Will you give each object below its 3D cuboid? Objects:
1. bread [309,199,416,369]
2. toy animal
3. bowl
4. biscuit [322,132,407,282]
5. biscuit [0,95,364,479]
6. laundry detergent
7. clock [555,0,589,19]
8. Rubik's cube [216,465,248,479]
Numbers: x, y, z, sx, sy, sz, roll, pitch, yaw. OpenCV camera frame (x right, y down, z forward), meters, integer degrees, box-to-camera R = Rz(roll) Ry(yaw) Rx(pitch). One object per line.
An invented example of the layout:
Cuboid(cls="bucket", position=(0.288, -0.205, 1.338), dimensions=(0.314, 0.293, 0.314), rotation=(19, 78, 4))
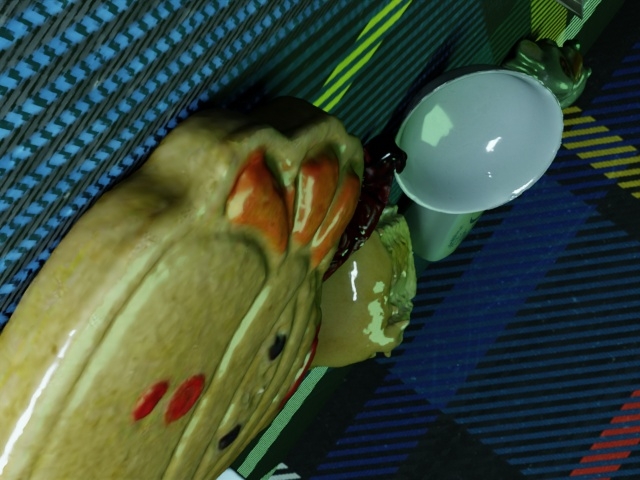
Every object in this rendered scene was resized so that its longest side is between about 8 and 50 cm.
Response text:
Cuboid(cls="bread", position=(0.051, 0.087, 1.625), dimensions=(0.252, 0.133, 0.174), rotation=(-57, 173, 20))
Cuboid(cls="toy animal", position=(0.333, -0.241, 1.913), dimensions=(0.138, 0.108, 0.236), rotation=(-56, 171, 22))
Cuboid(cls="bowl", position=(0.156, -0.127, 1.373), dimensions=(0.189, 0.189, 0.086), rotation=(-58, -148, 31))
Cuboid(cls="biscuit", position=(0.003, -0.004, 1.223), dimensions=(0.151, 0.063, 0.235), rotation=(-45, -177, 38))
Cuboid(cls="biscuit", position=(-0.084, 0.073, 0.822), dimensions=(0.359, 0.074, 0.381), rotation=(-60, 159, 9))
Cuboid(cls="laundry detergent", position=(0.226, -0.116, 1.860), dimensions=(0.281, 0.105, 0.215), rotation=(-59, 170, 28))
Cuboid(cls="clock", position=(0.331, -0.353, 1.548), dimensions=(0.147, 0.071, 0.192), rotation=(-54, 172, 9))
Cuboid(cls="Rubik's cube", position=(-0.146, 0.230, 1.016), dimensions=(0.163, 0.160, 0.162), rotation=(-50, 172, -19))
